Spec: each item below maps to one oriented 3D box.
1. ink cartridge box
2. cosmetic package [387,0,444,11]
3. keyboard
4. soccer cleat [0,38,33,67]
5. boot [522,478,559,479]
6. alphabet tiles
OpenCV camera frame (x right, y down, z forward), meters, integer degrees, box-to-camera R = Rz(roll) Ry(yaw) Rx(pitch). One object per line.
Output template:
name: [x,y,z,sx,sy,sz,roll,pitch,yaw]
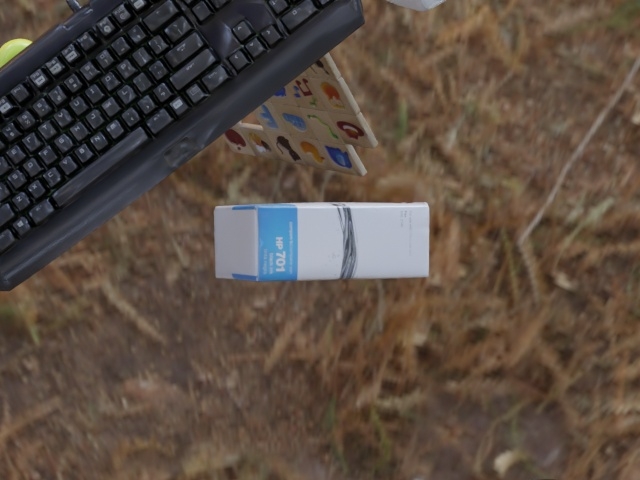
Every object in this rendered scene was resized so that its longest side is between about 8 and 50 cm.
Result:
ink cartridge box: [0.000,0.000,1.750,0.191,0.140,0.082,0,90,-21]
cosmetic package: [0.056,-0.330,1.530,0.085,0.117,0.231,-35,113,-10]
keyboard: [-0.145,-0.131,1.067,0.317,0.033,0.201,-37,88,7]
soccer cleat: [-0.333,-0.132,2.021,0.093,0.289,0.121,-32,46,-11]
boot: [0.233,0.271,1.371,0.131,0.260,0.348,29,36,-10]
alphabet tiles: [-0.052,-0.144,1.548,0.237,0.198,0.009,13,52,48]
